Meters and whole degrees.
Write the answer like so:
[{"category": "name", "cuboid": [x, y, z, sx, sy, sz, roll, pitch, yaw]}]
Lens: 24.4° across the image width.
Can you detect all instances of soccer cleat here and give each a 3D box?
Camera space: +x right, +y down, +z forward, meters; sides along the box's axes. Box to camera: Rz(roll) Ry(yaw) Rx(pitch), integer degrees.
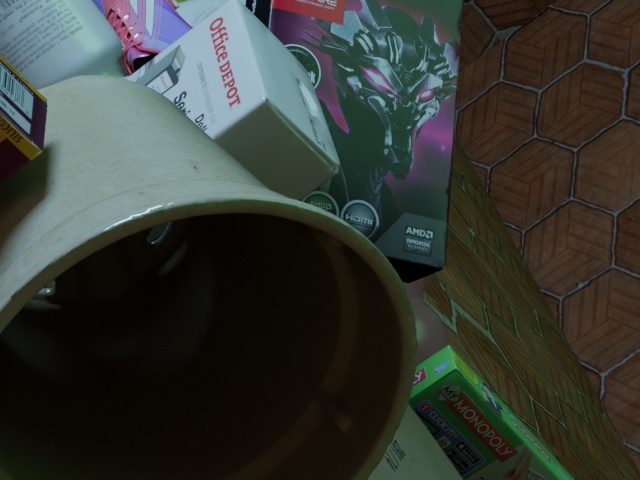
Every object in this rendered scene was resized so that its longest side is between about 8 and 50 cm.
[{"category": "soccer cleat", "cuboid": [-0.186, -0.213, 1.580, 0.095, 0.083, 0.248, -21, 45, -35]}]

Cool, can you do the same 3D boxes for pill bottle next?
[{"category": "pill bottle", "cuboid": [-0.278, -0.197, 1.504, 0.229, 0.131, 0.131, 54, 14, -7]}]

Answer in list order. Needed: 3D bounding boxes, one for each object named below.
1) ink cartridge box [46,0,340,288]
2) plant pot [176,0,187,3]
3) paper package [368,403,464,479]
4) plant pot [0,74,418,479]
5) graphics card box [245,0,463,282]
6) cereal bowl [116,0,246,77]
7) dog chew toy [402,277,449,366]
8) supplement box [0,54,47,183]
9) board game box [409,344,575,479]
[{"category": "ink cartridge box", "cuboid": [-0.136, -0.071, 1.379, 0.115, 0.273, 0.198, 44, 17, -35]}, {"category": "plant pot", "cuboid": [-0.185, -0.331, 1.951, 0.207, 0.228, 0.227, 21, 37, -56]}, {"category": "paper package", "cuboid": [0.018, 0.258, 1.332, 0.309, 0.168, 0.325, 53, 13, -4]}, {"category": "plant pot", "cuboid": [-0.141, 0.038, 1.103, 0.334, 0.334, 0.305, 42, 8, -39]}, {"category": "graphics card box", "cuboid": [0.027, -0.155, 1.584, 0.233, 0.094, 0.370, 13, 74, -22]}, {"category": "cereal bowl", "cuboid": [-0.079, -0.175, 1.706, 0.339, 0.141, 0.339, 9, 43, -8]}, {"category": "dog chew toy", "cuboid": [0.056, 0.119, 1.746, 0.331, 0.207, 0.206, 65, 16, 9]}, {"category": "supplement box", "cuboid": [-0.292, -0.059, 1.016, 0.104, 0.188, 0.080, 46, 17, -29]}, {"category": "board game box", "cuboid": [0.147, 0.277, 1.606, 0.317, 0.213, 0.046, 47, 15, -28]}]
